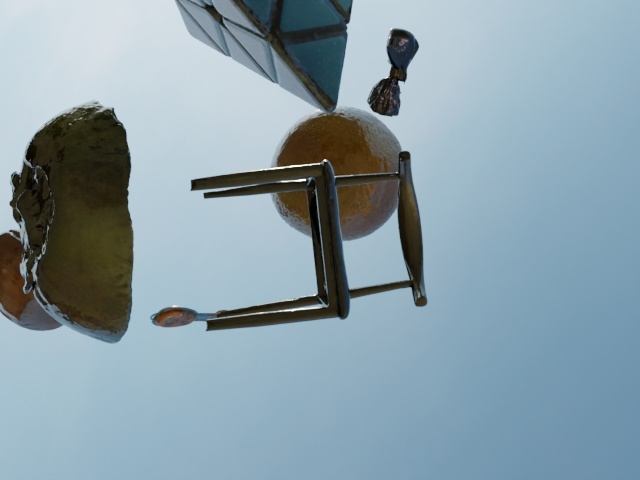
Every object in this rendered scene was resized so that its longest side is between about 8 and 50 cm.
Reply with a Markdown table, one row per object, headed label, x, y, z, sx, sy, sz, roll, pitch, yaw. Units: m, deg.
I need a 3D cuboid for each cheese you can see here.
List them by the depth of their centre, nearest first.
| label | x | y | z | sx | sy | sz | roll | pitch | yaw |
| --- | --- | --- | --- | --- | --- | --- | --- | --- | --- |
| cheese | -0.173 | 0.101 | 0.917 | 0.047 | 0.111 | 0.017 | -46 | -128 | 40 |

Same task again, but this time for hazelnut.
| label | x | y | z | sx | sy | sz | roll | pitch | yaw |
| --- | --- | --- | --- | --- | --- | --- | --- | --- | --- |
| hazelnut | -0.424 | 0.056 | 1.019 | 0.150 | 0.150 | 0.150 | -10 | -107 | 34 |

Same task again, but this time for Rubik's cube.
| label | x | y | z | sx | sy | sz | roll | pitch | yaw |
| --- | --- | --- | --- | --- | --- | --- | --- | --- | --- |
| Rubik's cube | -0.074 | -0.300 | 0.787 | 0.228 | 0.233 | 0.228 | 8 | -57 | 3 |

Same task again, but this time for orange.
| label | x | y | z | sx | sy | sz | roll | pitch | yaw |
| --- | --- | --- | --- | --- | --- | --- | --- | --- | --- |
| orange | 0.032 | -0.126 | 1.361 | 0.274 | 0.274 | 0.274 | -10 | -107 | 34 |

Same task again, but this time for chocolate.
| label | x | y | z | sx | sy | sz | roll | pitch | yaw |
| --- | --- | --- | --- | --- | --- | --- | --- | --- | --- |
| chocolate | 0.123 | -0.273 | 1.128 | 0.070 | 0.072 | 0.147 | 37 | -40 | 12 |

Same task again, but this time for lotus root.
| label | x | y | z | sx | sy | sz | roll | pitch | yaw |
| --- | --- | --- | --- | --- | --- | --- | --- | --- | --- |
| lotus root | -0.215 | -0.013 | 0.583 | 0.183 | 0.078 | 0.203 | 37 | -56 | 53 |

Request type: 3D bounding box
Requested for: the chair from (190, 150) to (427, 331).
| label | x | y | z | sx | sy | sz | roll | pitch | yaw |
| --- | --- | --- | --- | --- | --- | --- | --- | --- | --- |
| chair | 0.000 | 0.000 | 0.802 | 0.272 | 0.166 | 0.188 | -7 | -90 | -4 |
